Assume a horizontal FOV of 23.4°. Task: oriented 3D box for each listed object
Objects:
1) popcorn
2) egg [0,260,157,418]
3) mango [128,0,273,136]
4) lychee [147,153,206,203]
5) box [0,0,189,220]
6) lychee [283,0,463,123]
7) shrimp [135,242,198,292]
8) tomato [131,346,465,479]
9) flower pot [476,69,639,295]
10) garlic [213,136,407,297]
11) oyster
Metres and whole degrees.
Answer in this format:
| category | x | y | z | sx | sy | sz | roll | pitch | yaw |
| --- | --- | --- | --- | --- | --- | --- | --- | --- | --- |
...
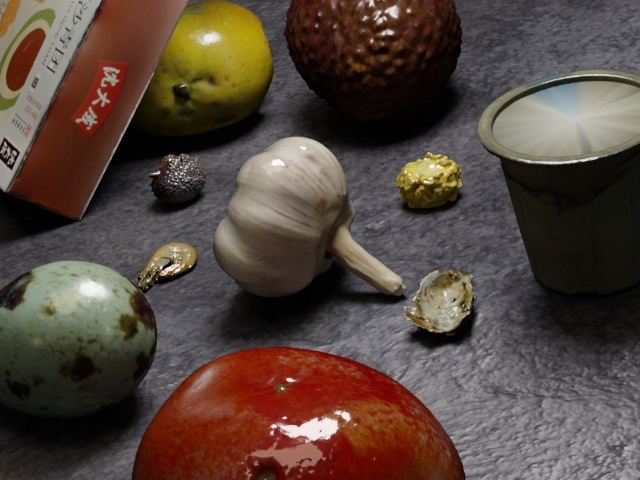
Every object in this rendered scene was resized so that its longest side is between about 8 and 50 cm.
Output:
| category | x | y | z | sx | sy | sz | roll | pitch | yaw |
| --- | --- | --- | --- | --- | --- | --- | --- | --- | --- |
| popcorn | 0.136 | -0.076 | 1.957 | 0.082 | 0.057 | 0.083 | -30 | 36 | -17 |
| egg | -0.285 | 0.110 | 1.673 | 0.231 | 0.169 | 0.169 | -14 | 26 | 24 |
| mango | -0.224 | -0.267 | 2.311 | 0.253 | 0.182 | 0.365 | -26 | 29 | -31 |
| lychee | -0.195 | -0.084 | 2.089 | 0.083 | 0.068 | 0.067 | 2 | 1 | -20 |
| box | -0.383 | -0.258 | 2.214 | 0.122 | 0.345 | 0.385 | 23 | 8 | -35 |
| lychee | 0.075 | -0.284 | 2.168 | 0.260 | 0.261 | 0.261 | -10 | 28 | 5 |
| shrimp | -0.189 | 0.033 | 1.927 | 0.059 | 0.023 | 0.108 | 8 | 34 | 18 |
| tomato | -0.033 | 0.196 | 1.445 | 0.338 | 0.144 | 0.338 | -8 | 30 | 4 |
| flower pot | 0.288 | -0.053 | 1.700 | 0.212 | 0.203 | 0.212 | -8 | 27 | 4 |
| garlic | 0.000 | 0.000 | 1.784 | 0.226 | 0.199 | 0.199 | 30 | 43 | 16 |
| oyster | 0.144 | 0.068 | 1.721 | 0.086 | 0.029 | 0.132 | 16 | 36 | 32 |
